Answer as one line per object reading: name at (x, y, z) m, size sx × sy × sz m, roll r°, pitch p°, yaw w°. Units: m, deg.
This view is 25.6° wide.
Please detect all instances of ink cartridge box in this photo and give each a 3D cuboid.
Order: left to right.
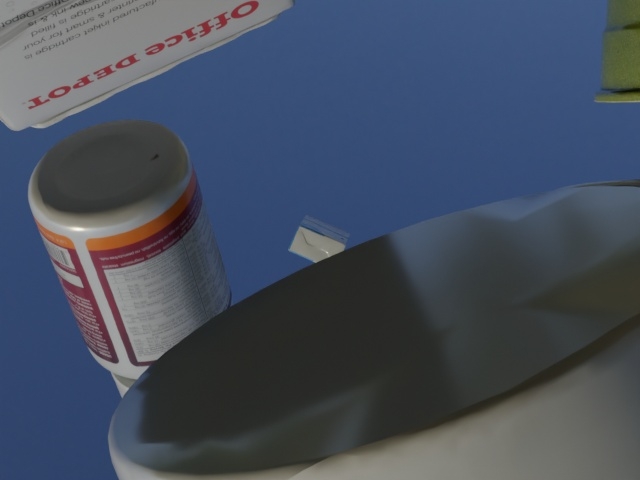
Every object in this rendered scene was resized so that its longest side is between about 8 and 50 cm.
ink cartridge box at (-0.203, -0.271, 1.102) m, size 0.285 × 0.395 × 0.166 m, roll -24°, pitch -108°, yaw 0°
ink cartridge box at (0.000, 0.000, 1.338) m, size 0.048 × 0.028 × 0.083 m, roll 24°, pitch -170°, yaw 0°

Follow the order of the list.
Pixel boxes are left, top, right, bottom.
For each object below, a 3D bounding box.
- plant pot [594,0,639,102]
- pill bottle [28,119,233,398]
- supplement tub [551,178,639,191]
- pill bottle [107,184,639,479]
plant pot at (0.446, -0.325, 1.388) m, size 0.366 × 0.353 × 0.366 m, roll -4°, pitch -174°, yaw 0°
pill bottle at (-0.134, 0.028, 1.071) m, size 0.121 × 0.221 × 0.121 m, roll -7°, pitch -138°, yaw 6°
supplement tub at (0.292, 0.119, 1.158) m, size 0.235 × 0.325 × 0.235 m, roll 0°, pitch 176°, yaw 0°
pill bottle at (0.087, 0.182, 0.417) m, size 0.210 × 0.363 × 0.210 m, roll -20°, pitch -167°, yaw 5°
